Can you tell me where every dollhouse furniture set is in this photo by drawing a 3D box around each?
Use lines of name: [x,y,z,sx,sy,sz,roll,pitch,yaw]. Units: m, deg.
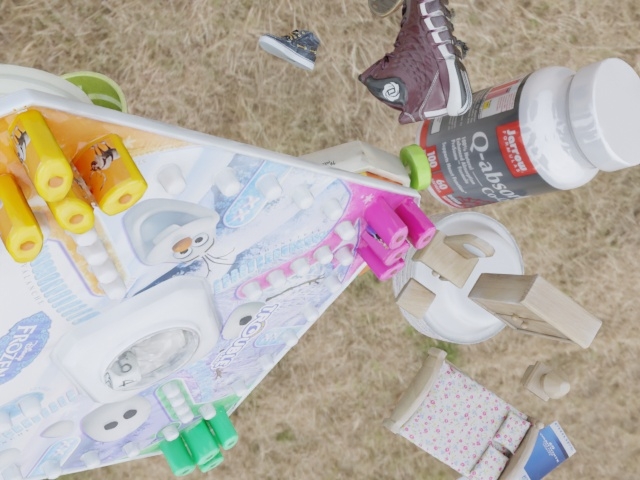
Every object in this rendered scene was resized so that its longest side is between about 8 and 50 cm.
dollhouse furniture set: [0.198,0.211,0.936,0.303,0.174,0.355,35,81,-10]

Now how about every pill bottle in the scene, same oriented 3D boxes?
pill bottle: [0.358,-0.180,1.182,0.210,0.210,0.363,44,151,-23]

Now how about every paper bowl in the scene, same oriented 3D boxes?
paper bowl: [0.308,0.079,1.443,0.284,0.148,0.284,0,91,-23]

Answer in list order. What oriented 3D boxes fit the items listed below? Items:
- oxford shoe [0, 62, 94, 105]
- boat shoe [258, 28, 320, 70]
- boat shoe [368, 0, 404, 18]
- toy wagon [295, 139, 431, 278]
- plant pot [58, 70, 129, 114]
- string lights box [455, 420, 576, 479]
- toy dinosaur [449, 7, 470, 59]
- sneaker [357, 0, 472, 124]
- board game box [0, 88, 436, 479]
oxford shoe: [-0.325,-0.125,0.724,0.169,0.449,0.130,13,81,-23]
boat shoe: [-0.075,-0.490,1.673,0.183,0.065,0.083,14,94,-50]
boat shoe: [0.165,-0.499,1.316,0.178,0.060,0.064,-42,85,4]
toy wagon: [0.000,0.000,0.880,0.267,0.068,0.344,-17,152,-9]
plant pot: [-0.450,-0.150,1.364,0.276,0.276,0.254,-19,152,7]
string lights box: [0.386,0.444,1.337,0.260,0.076,0.133,-3,147,-50]
toy dinosaur: [0.285,-0.465,1.573,0.118,0.268,0.064,43,144,8]
sneaker: [0.123,-0.313,1.057,0.163,0.106,0.281,-15,86,23]
board game box: [-0.131,0.092,0.532,0.390,0.050,0.390,7,130,-51]
